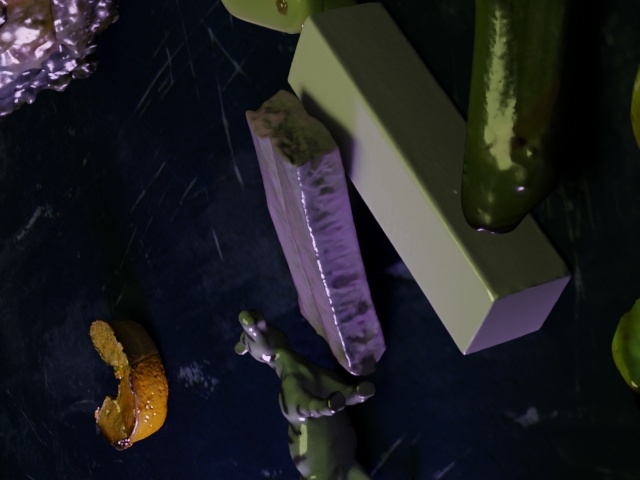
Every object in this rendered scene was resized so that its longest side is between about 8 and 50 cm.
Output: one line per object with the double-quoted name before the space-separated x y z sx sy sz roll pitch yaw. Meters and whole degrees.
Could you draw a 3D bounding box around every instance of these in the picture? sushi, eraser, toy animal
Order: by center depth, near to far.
"eraser" 0.078 -0.056 1.083 0.298 0.076 0.078 59 149 28
"toy animal" 0.004 0.170 1.336 0.255 0.089 0.170 70 157 15
"sushi" -0.383 -0.303 1.587 0.178 0.294 0.352 57 150 26

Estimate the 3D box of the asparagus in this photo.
"asparagus" 0.139 -0.171 0.909 0.082 0.085 0.343 -140 47 -57

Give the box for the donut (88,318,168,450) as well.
"donut" -0.254 0.192 1.838 0.146 0.078 0.181 16 111 58

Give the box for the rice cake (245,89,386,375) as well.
"rice cake" -0.001 -0.002 1.203 0.106 0.050 0.298 50 164 39

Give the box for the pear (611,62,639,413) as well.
"pear" 0.261 -0.019 0.675 0.238 0.164 0.256 28 126 57

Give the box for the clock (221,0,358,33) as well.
"clock" -0.036 -0.301 1.183 0.170 0.069 0.232 30 128 54
